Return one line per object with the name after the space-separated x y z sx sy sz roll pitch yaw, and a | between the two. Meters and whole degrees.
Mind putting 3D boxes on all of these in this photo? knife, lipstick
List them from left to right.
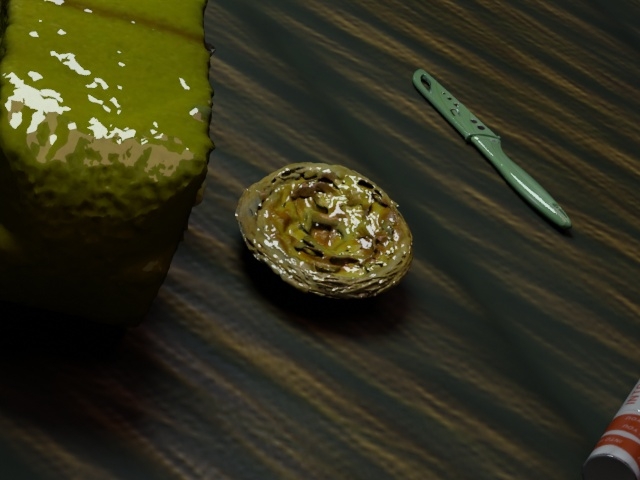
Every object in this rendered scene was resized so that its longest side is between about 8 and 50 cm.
0.141 -0.078 1.188 0.030 0.014 0.207 -17 53 -36 | knife
0.218 0.125 0.973 0.038 0.038 0.131 34 39 13 | lipstick

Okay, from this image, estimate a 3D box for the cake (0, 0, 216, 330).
-0.151 -0.063 0.900 0.156 0.179 0.260 11 43 -14 | cake

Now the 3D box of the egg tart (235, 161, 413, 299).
0.000 0.000 1.004 0.129 0.049 0.128 10 45 -10 | egg tart
